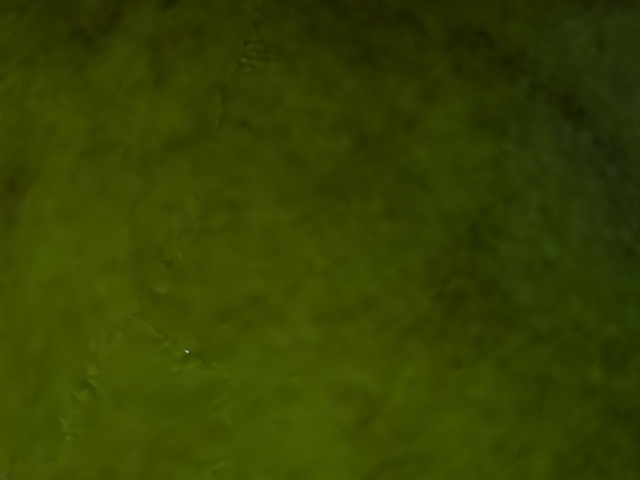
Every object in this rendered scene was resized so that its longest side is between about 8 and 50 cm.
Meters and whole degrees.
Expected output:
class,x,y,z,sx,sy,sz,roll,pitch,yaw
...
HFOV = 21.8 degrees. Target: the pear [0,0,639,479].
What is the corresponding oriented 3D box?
class,x,y,z,sx,sy,sz,roll,pitch,yaw
pear,0.000,0.000,0.542,0.352,0.352,0.413,91,-168,-60
